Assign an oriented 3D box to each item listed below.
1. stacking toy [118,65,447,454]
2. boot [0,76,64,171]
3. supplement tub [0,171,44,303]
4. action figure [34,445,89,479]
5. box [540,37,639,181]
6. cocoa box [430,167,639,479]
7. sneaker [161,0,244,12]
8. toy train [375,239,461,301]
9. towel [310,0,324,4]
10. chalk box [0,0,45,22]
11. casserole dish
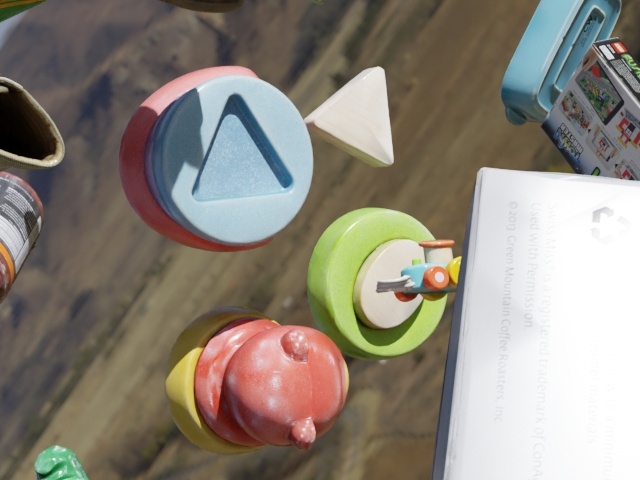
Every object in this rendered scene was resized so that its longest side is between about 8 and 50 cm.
[{"bbox_3d":[0.000,0.000,1.310,0.279,0.309,0.130,-19,9,-30],"label":"stacking toy"},{"bbox_3d":[-0.337,-0.126,1.440,0.165,0.213,0.077,4,63,58],"label":"boot"},{"bbox_3d":[-0.369,0.012,1.756,0.106,0.106,0.198,-51,12,28],"label":"supplement tub"},{"bbox_3d":[-0.123,0.227,0.900,0.137,0.232,0.063,-12,-3,11],"label":"action figure"},{"bbox_3d":[0.285,-0.067,1.454,0.036,0.207,0.114,-15,-30,-32],"label":"box"},{"bbox_3d":[0.156,0.178,0.714,0.228,0.231,0.347,89,-172,-61],"label":"cocoa box"},{"bbox_3d":[-0.158,-0.281,1.619,0.066,0.188,0.071,-98,26,-59],"label":"sneaker"},{"bbox_3d":[0.126,0.010,1.224,0.125,0.166,0.046,34,-131,-73],"label":"toy train"},{"bbox_3d":[-0.072,-0.370,1.548,0.325,0.038,0.248,3,-88,-62],"label":"towel"},{"bbox_3d":[-0.163,-0.296,1.084,0.289,0.180,0.179,-24,-19,-5],"label":"chalk box"},{"bbox_3d":[0.247,-0.197,1.654,0.114,0.037,0.188,23,-86,-56],"label":"casserole dish"}]
